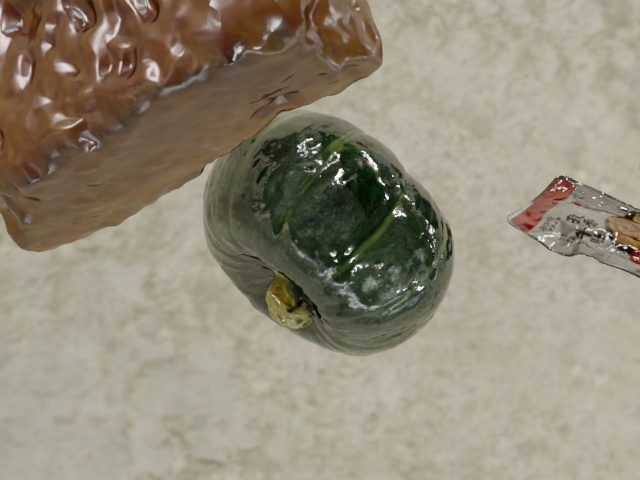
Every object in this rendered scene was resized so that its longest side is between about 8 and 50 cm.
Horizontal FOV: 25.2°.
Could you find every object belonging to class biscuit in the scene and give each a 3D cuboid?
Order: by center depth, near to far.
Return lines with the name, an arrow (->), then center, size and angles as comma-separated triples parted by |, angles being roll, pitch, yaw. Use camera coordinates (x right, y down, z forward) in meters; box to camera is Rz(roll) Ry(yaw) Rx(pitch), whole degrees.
biscuit -> -0.169, -0.211, 1.178 | 0.166, 0.395, 0.343 | 9, 58, -55

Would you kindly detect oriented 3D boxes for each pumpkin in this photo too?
pumpkin -> 0.000, 0.000, 1.550 | 0.300, 0.300, 0.207 | 43, 73, -17

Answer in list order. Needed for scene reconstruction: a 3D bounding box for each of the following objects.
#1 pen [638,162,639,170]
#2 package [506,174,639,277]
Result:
pen -> 0.462, -0.108, 1.627 | 0.233, 0.040, 0.032 | -18, 127, -21
package -> 0.361, -0.005, 1.763 | 0.154, 0.239, 0.030 | -32, 137, -45
